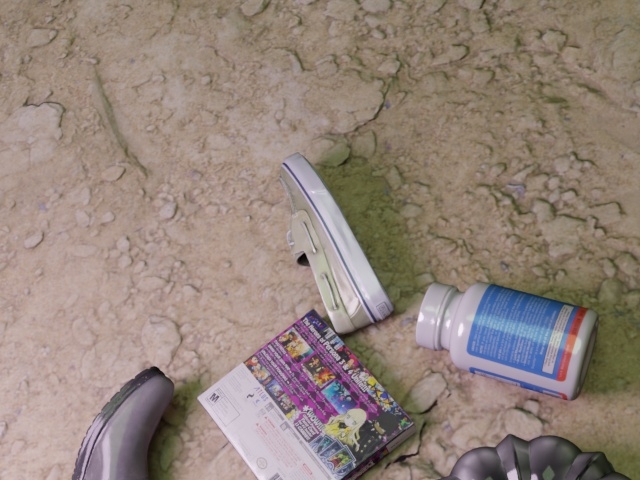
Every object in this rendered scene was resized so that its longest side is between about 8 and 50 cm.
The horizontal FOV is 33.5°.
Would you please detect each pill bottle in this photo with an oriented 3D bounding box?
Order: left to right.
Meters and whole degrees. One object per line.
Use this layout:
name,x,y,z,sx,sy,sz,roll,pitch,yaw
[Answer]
pill bottle,0.245,0.124,1.407,0.222,0.124,0.124,15,65,20

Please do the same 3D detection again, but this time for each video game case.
video game case,-0.021,0.237,1.451,0.210,0.042,0.232,-38,59,-10

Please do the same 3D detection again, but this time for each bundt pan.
bundt pan,0.253,0.375,1.258,0.331,0.124,0.330,-6,59,11

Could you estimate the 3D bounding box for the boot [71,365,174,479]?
boot,-0.230,0.355,1.408,0.223,0.118,0.338,25,75,18

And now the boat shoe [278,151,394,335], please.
boat shoe,0.000,0.000,1.551,0.094,0.109,0.302,-28,60,-2
